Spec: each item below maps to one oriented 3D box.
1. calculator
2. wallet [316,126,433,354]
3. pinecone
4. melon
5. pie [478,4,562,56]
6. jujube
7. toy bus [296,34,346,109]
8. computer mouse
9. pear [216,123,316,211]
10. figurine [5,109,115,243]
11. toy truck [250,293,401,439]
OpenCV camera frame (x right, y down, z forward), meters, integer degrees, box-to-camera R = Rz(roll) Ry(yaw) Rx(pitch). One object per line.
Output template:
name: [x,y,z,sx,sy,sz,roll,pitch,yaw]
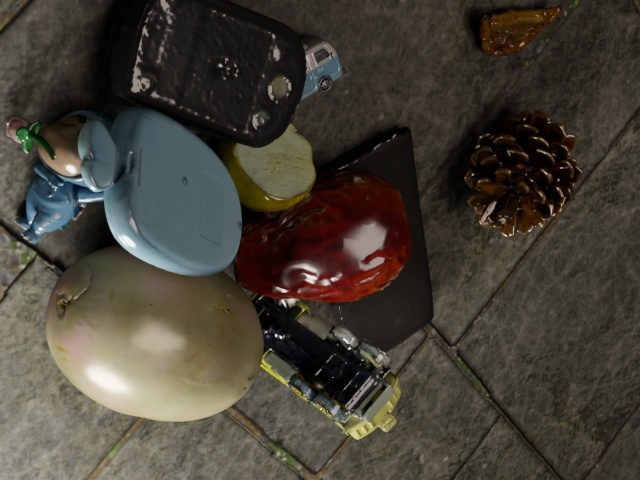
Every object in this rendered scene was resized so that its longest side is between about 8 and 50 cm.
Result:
calculator: [-0.186,-0.059,1.497,0.302,0.042,0.188,31,56,-56]
wallet: [0.087,0.012,1.940,0.197,0.051,0.377,-28,127,-26]
pinecone: [0.320,-0.098,2.007,0.212,0.168,0.185,-53,123,-25]
melon: [-0.210,0.121,1.609,0.317,0.223,0.223,23,96,-45]
pie: [0.302,-0.332,1.962,0.191,0.033,0.088,-14,136,-38]
jujube: [0.000,0.000,1.754,0.255,0.190,0.190,-9,123,-2]
toy bus: [-0.032,-0.233,1.693,0.123,0.060,0.075,-34,128,-21]
computer mouse: [-0.147,-0.224,1.562,0.269,0.100,0.170,19,86,-38]
pear: [-0.079,-0.096,1.681,0.141,0.141,0.104,-25,170,-31]
figurine: [-0.316,-0.084,1.490,0.178,0.114,0.144,-53,139,5]
toy truck: [-0.001,0.185,1.799,0.124,0.272,0.157,-48,143,-14]
